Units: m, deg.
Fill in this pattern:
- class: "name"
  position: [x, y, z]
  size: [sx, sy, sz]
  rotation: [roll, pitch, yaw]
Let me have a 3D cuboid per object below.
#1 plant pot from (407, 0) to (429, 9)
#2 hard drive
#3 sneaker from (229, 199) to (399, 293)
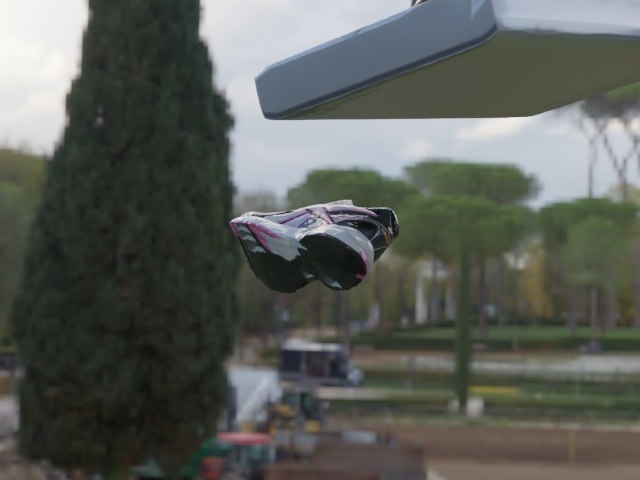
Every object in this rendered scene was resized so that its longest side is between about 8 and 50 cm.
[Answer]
- class: "plant pot"
  position: [0.179, -0.304, 1.862]
  size: [0.167, 0.165, 0.167]
  rotation: [1, -37, 1]
- class: "hard drive"
  position: [0.151, -0.147, 1.268]
  size: [0.233, 0.047, 0.353]
  rotation: [-16, -8, 41]
- class: "sneaker"
  position: [0.000, 0.000, 1.303]
  size: [0.077, 0.072, 0.178]
  rotation: [-35, 28, -31]
